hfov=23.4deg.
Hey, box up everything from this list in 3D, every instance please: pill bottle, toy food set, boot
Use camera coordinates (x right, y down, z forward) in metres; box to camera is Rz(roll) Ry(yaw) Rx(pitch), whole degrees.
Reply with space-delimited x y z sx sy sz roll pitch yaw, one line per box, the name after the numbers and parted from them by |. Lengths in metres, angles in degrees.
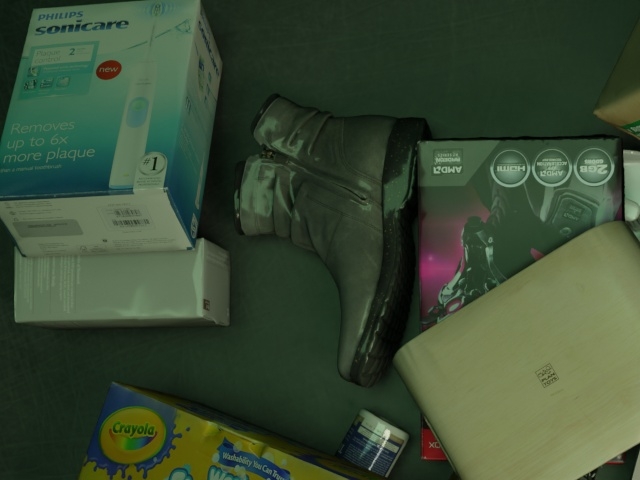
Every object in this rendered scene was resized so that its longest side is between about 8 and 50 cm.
0.048 0.261 1.803 0.067 0.067 0.120 29 88 13 | pill bottle
0.252 0.146 1.655 0.306 0.092 0.219 -33 71 13 | toy food set
0.000 0.000 1.837 0.223 0.118 0.338 7 73 15 | boot

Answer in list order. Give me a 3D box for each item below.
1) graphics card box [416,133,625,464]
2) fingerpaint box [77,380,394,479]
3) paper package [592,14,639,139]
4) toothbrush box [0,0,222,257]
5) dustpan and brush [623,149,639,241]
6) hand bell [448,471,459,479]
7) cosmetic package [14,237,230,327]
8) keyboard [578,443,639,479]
0.228 0.066 1.749 0.233 0.094 0.370 0 92 11 | graphics card box
-0.095 0.391 1.670 0.445 0.163 0.371 14 84 44 | fingerpaint box
0.480 -0.239 1.602 0.168 0.325 0.309 36 68 -13 | paper package
-0.246 -0.136 1.828 0.216 0.126 0.295 -2 54 12 | toothbrush box
0.300 -0.053 1.798 0.211 0.060 0.147 20 87 14 | dustpan and brush
0.240 0.361 1.747 0.242 0.126 0.126 27 88 1 | hand bell
-0.235 0.055 1.857 0.238 0.127 0.107 -4 81 9 | cosmetic package
0.374 0.191 1.662 0.202 0.033 0.317 16 93 15 | keyboard
